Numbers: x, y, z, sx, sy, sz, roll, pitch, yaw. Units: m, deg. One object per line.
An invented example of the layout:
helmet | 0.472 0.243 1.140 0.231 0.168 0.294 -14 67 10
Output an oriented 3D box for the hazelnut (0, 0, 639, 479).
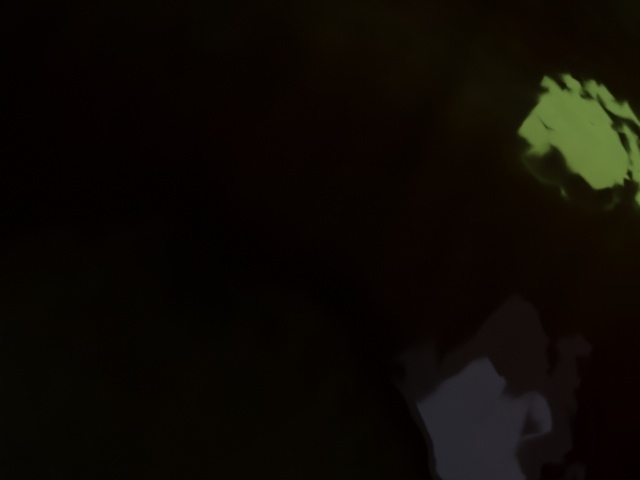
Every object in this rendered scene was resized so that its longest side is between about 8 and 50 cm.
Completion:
hazelnut | -0.005 0.008 0.719 0.366 0.366 0.366 -13 115 -30
